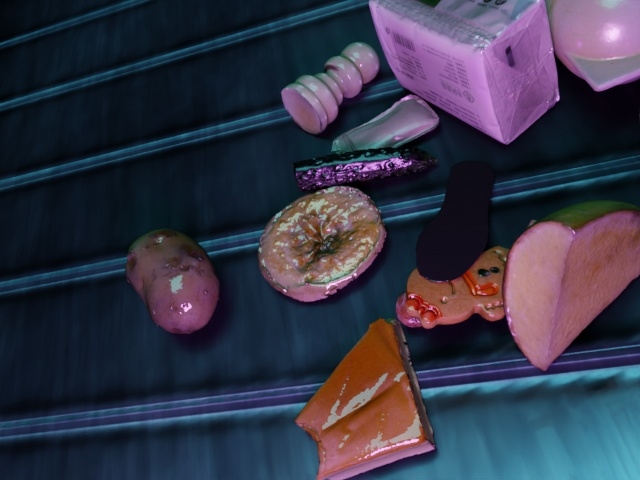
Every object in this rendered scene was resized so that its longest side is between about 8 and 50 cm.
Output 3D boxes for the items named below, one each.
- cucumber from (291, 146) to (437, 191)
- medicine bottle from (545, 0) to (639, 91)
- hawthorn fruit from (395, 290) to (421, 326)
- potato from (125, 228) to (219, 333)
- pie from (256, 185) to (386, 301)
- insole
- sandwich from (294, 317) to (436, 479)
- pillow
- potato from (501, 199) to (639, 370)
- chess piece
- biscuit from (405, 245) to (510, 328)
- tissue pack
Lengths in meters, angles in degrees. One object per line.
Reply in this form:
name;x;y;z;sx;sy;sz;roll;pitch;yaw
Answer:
cucumber;0.088;-0.154;1.522;0.300;0.072;0.072;-8;50;12
medicine bottle;0.548;-0.444;1.430;0.235;0.236;0.406;-23;46;8
hawthorn fruit;0.161;0.103;1.292;0.066;0.067;0.103;-20;46;10
potato;-0.291;0.077;1.485;0.165;0.165;0.262;-39;53;-8
pie;0.000;0.000;1.463;0.274;0.055;0.274;-14;49;16
insole;0.252;-0.042;1.346;0.119;0.009;0.348;9;43;16
sandwich;0.056;0.257;1.217;0.212;0.063;0.245;-22;45;10
pillow;0.136;-0.230;1.595;0.232;0.038;0.131;-30;48;3
potato;0.419;0.036;1.168;0.255;0.269;0.112;-19;39;-28
chess piece;0.038;-0.366;1.713;0.243;0.133;0.133;-42;47;-20
biscuit;0.243;0.074;1.247;0.225;0.036;0.166;-12;46;-9
tissue pack;0.288;-0.393;1.499;0.194;0.266;0.356;-40;47;-9
